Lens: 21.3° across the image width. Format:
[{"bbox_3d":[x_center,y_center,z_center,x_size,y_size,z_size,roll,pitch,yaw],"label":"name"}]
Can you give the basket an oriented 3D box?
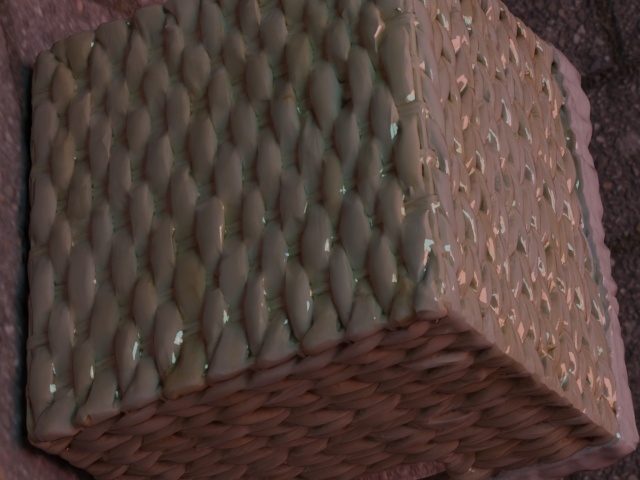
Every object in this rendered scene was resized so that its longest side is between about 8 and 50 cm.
[{"bbox_3d":[0.000,0.000,1.151,0.266,0.328,0.331,40,39,-49],"label":"basket"}]
